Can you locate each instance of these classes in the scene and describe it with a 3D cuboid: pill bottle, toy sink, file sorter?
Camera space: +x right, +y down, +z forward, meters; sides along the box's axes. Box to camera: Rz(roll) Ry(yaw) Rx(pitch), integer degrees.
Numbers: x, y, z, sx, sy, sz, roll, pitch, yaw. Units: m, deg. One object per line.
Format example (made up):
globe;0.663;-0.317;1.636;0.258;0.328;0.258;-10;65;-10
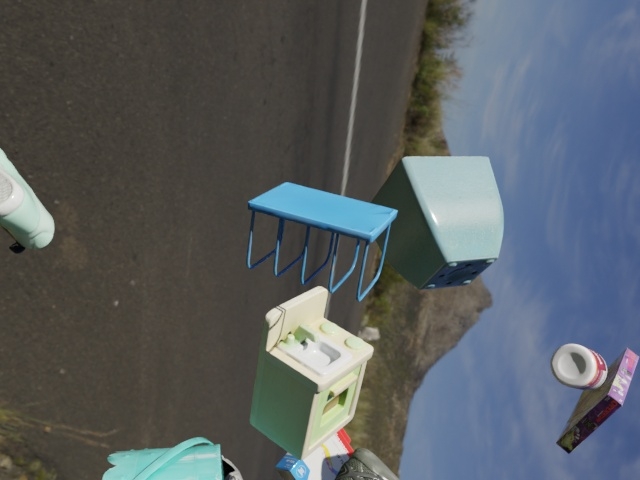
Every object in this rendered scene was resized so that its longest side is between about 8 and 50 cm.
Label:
pill bottle;0.531;0.260;1.261;0.152;0.086;0.086;23;80;-52
toy sink;-0.010;0.221;1.044;0.153;0.131;0.234;-22;131;-49
file sorter;0.000;0.000;0.839;0.118;0.170;0.104;-40;142;-61

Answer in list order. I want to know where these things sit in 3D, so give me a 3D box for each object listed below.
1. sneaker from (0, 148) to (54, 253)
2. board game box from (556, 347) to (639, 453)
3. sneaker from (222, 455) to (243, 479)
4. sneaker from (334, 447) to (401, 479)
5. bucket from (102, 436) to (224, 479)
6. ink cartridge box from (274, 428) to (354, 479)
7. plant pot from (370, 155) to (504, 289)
sneaker;-0.539;-0.080;1.036;0.094;0.256;0.151;-37;147;-15
board game box;0.767;0.432;1.698;0.347;0.056;0.208;-19;142;-54
sneaker;-0.201;0.562;1.325;0.281;0.105;0.115;20;-47;68
sneaker;0.112;0.470;1.039;0.130;0.228;0.087;-39;158;-36
bucket;-0.246;0.470;1.025;0.281;0.183;0.281;175;-90;-80
ink cartridge box;0.004;0.580;1.673;0.231;0.134;0.078;-42;-164;-35
plant pot;0.284;-0.026;1.469;0.247;0.247;0.252;122;-41;-53
